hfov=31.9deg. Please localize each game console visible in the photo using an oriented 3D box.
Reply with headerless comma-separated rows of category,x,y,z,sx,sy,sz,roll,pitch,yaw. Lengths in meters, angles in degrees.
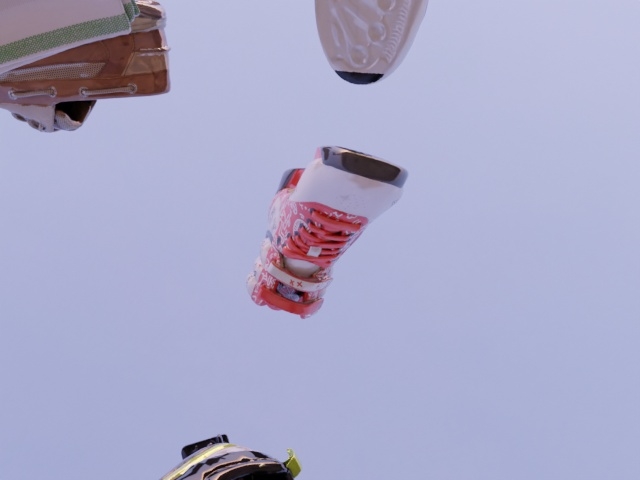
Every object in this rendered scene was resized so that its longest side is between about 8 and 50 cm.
game console,-0.134,0.306,1.388,0.071,0.107,0.122,3,-111,-61

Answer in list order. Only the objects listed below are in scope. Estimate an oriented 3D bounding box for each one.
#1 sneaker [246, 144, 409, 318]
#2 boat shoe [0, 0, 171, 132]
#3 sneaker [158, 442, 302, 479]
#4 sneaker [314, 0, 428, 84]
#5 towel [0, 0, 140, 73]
sneaker,0.001,0.000,1.041,0.090,0.270,0.145,19,-98,-14
boat shoe,-0.304,-0.173,1.236,0.123,0.324,0.116,-32,-71,-60
sneaker,-0.097,0.208,0.717,0.235,0.097,0.084,-47,-65,-38
sneaker,0.101,-0.342,1.245,0.236,0.130,0.323,-24,-61,-60
towel,-0.157,-0.147,0.523,0.113,0.152,0.023,-21,-136,-8
